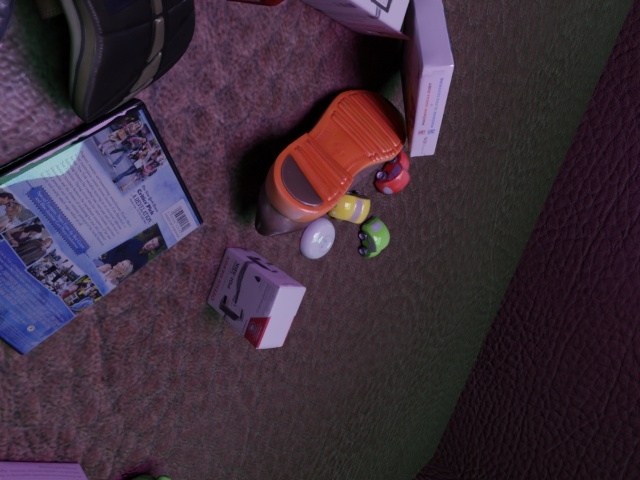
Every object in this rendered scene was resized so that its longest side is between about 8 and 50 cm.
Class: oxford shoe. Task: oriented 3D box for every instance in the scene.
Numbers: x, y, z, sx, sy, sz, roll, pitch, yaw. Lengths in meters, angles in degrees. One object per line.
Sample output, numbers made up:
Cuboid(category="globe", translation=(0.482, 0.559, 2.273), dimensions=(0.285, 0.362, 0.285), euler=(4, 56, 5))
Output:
Cuboid(category="oxford shoe", translation=(0.019, -0.133, 0.677), dimensions=(0.363, 0.130, 0.132), euler=(-42, -179, -40))

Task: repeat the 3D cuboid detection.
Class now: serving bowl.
Cuboid(category="serving bowl", translation=(0.000, 0.000, 0.793), dimensions=(0.083, 0.027, 0.083), euler=(-31, 136, -35))

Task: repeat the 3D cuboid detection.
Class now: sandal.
Cuboid(category="sandal", translation=(-0.158, -0.196, 0.307), dimensions=(0.120, 0.086, 0.303), euler=(-47, -177, -28))

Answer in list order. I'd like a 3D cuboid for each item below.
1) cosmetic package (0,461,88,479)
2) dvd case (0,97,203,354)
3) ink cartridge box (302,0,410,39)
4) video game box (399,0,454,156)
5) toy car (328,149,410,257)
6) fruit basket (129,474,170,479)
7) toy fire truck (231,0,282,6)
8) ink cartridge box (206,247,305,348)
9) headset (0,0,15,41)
Cuboid(category="cosmetic package", translation=(-0.347, 0.378, 0.481), dimensions=(0.151, 0.183, 0.151), euler=(-54, 144, -10))
Cuboid(category="dvd case", translation=(-0.261, -0.015, 0.457), dimensions=(0.253, 0.022, 0.180), euler=(-41, 140, -26))
Cuboid(category="ink cartridge box", translation=(0.045, -0.327, 0.556), dimensions=(0.180, 0.104, 0.060), euler=(-5, 116, -51))
Cuboid(category="video game box", translation=(0.157, -0.268, 0.654), dimensions=(0.187, 0.048, 0.205), euler=(82, 8, -65))
Cuboid(category="toy car", translation=(0.118, -0.048, 0.887), dimensions=(0.239, 0.053, 0.225), euler=(-37, 138, -30))
Cuboid(category="fruit basket", translation=(-0.301, 0.559, 0.590), dimensions=(0.282, 0.392, 0.393), euler=(-7, 119, -50))
Cuboid(category="toy fire truck", translation=(-0.070, -0.315, 0.285), dimensions=(0.169, 0.253, 0.302), euler=(-46, 143, -20))
Cuboid(category="ink cartridge box", translation=(-0.100, 0.082, 0.631), dimensions=(0.056, 0.135, 0.099), euler=(10, 105, -51))
Cuboid(category="headset", translation=(-0.264, -0.225, 0.164), dimensions=(0.243, 0.185, 0.394), euler=(-19, 139, -44))
